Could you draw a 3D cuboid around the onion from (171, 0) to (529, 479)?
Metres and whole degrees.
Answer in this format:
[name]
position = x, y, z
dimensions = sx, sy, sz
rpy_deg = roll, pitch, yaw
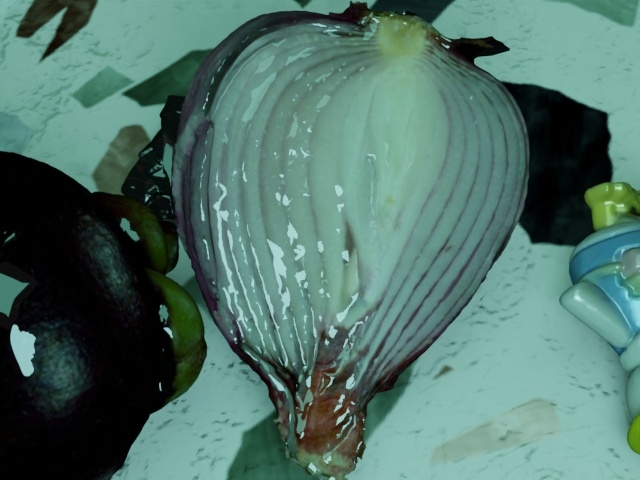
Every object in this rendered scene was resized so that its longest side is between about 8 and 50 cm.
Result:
[onion]
position = 0.000, 0.000, 1.019
dimensions = 0.267, 0.159, 0.349
rpy_deg = 16, 85, -16

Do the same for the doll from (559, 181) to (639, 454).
[doll]
position = 0.251, 0.071, 0.994
dimensions = 0.098, 0.135, 0.241
rpy_deg = -27, 55, 19

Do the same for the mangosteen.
[mangosteen]
position = -0.219, 0.051, 0.946
dimensions = 0.287, 0.233, 0.287
rpy_deg = -20, 36, 15

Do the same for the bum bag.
[bum bag]
position = -0.123, -0.073, 1.132
dimensions = 0.058, 0.034, 0.124
rpy_deg = 23, 62, 6
